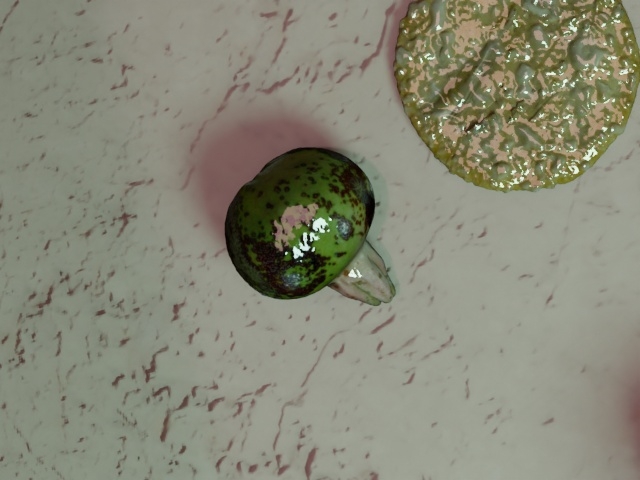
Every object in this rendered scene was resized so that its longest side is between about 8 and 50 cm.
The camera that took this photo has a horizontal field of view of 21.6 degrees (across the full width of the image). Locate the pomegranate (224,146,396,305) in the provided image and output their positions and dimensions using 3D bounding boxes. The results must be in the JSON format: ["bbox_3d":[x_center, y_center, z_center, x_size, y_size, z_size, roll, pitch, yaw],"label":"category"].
[{"bbox_3d":[-0.008,-0.005,1.458,0.138,0.163,0.125,-51,46,-7],"label":"pomegranate"}]

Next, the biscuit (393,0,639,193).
[{"bbox_3d":[0.169,-0.150,1.455,0.219,0.033,0.220,0,92,8],"label":"biscuit"}]
